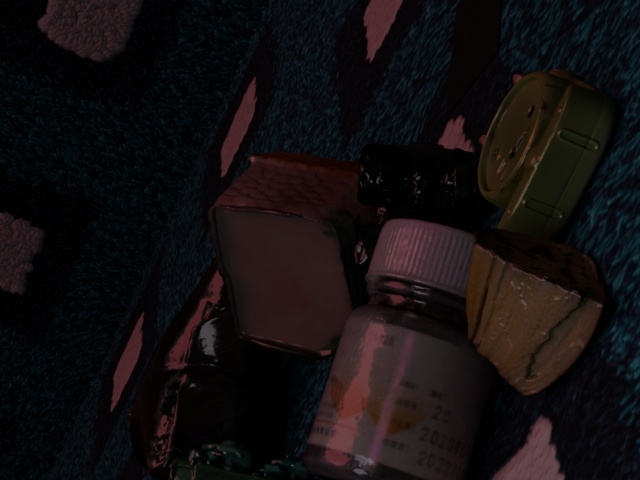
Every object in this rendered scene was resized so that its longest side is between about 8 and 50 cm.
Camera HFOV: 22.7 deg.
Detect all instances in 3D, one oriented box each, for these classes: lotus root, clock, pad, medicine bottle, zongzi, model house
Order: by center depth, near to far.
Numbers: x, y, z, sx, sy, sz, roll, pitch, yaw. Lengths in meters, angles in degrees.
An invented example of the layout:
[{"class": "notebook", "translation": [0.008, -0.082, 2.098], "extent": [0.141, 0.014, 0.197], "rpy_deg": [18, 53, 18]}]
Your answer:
[{"class": "lotus root", "translation": [0.203, 0.059, 1.502], "extent": [0.159, 0.095, 0.135], "rpy_deg": [44, 127, 30]}, {"class": "medicine bottle", "translation": [0.095, 0.129, 1.624], "extent": [0.165, 0.165, 0.273], "rpy_deg": [163, 125, -72]}, {"class": "clock", "translation": [0.222, -0.102, 1.661], "extent": [0.232, 0.069, 0.170], "rpy_deg": [-111, 43, -69]}, {"class": "pad", "translation": [0.205, -0.281, 2.099], "extent": [0.143, 0.003, 0.211], "rpy_deg": [127, 158, -49]}, {"class": "model house", "translation": [0.000, 0.000, 2.159], "extent": [0.237, 0.202, 0.237], "rpy_deg": [-53, -41, -48]}, {"class": "zongzi", "translation": [-0.165, 0.162, 2.404], "extent": [0.403, 0.208, 0.432], "rpy_deg": [162, 119, -75]}]

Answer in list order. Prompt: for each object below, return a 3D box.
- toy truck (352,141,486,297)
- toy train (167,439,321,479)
[{"class": "toy truck", "translation": [0.113, -0.001, 1.833], "extent": [0.165, 0.147, 0.224], "rpy_deg": [88, -172, -57]}, {"class": "toy train", "translation": [-0.081, 0.303, 1.864], "extent": [0.154, 0.198, 0.107], "rpy_deg": [99, -176, -72]}]
